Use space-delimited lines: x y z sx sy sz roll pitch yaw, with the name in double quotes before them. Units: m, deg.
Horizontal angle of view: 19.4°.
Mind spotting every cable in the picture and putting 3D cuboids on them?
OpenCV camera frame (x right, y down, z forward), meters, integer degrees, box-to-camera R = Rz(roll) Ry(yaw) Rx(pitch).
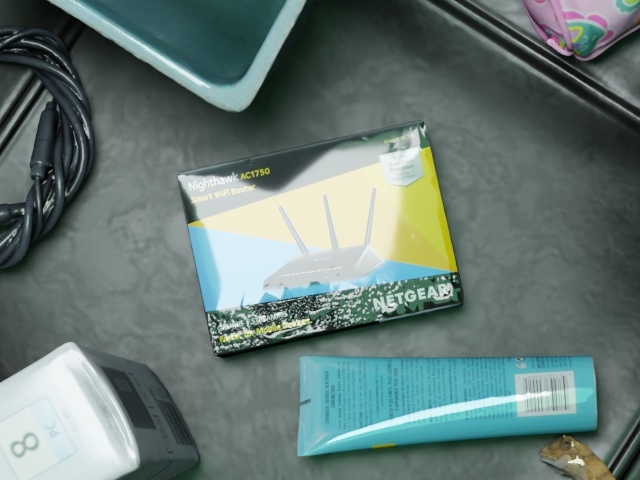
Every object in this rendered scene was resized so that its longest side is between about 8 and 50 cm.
"cable" -0.235 -0.069 1.324 0.150 0.047 0.184 36 81 13

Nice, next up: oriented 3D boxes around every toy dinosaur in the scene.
"toy dinosaur" 0.229 0.219 1.284 0.211 0.064 0.112 39 86 4

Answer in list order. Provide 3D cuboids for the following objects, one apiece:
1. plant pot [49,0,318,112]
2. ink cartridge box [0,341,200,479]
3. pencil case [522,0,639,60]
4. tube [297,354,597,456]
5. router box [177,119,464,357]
"plant pot" -0.066 -0.267 1.229 0.248 0.252 0.247 32 109 4
"ink cartridge box" -0.272 0.200 1.177 0.385 0.308 0.091 -31 84 -1
"pencil case" 0.270 -0.225 1.297 0.284 0.124 0.124 -23 84 -2
"tube" 0.087 0.110 1.304 0.207 0.052 0.080 -2 49 3
"router box" 0.000 0.000 1.319 0.179 0.046 0.133 -13 84 1
